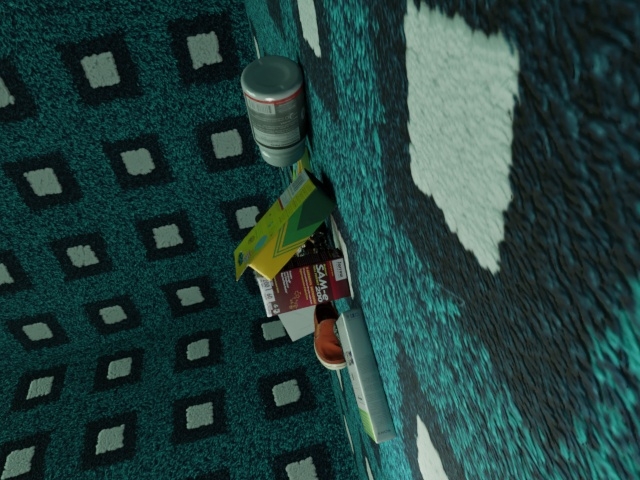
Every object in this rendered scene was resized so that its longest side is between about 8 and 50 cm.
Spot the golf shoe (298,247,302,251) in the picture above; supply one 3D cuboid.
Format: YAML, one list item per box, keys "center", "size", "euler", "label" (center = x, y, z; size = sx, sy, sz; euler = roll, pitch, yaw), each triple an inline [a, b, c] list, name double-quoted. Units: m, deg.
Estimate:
- center: [-0.044, 0.089, 1.993]
  size: [0.140, 0.115, 0.306]
  euler: [-105, 5, -52]
  label: "golf shoe"

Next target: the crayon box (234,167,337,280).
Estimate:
- center: [-0.104, -0.030, 1.326]
  size: [0.081, 0.318, 0.202]
  euler: [38, -169, -22]
  label: "crayon box"

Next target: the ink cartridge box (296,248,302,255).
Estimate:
- center: [-0.013, 0.127, 1.753]
  size: [0.145, 0.045, 0.179]
  euler: [37, -154, -40]
  label: "ink cartridge box"

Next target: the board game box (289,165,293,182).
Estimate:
- center: [-0.077, -0.168, 2.035]
  size: [0.243, 0.042, 0.165]
  euler: [83, 172, -50]
  label: "board game box"

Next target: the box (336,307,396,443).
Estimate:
- center: [0.113, 0.352, 1.305]
  size: [0.232, 0.059, 0.322]
  euler: [97, 160, -75]
  label: "box"

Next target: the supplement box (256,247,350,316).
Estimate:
- center: [-0.047, 0.116, 1.371]
  size: [0.073, 0.239, 0.130]
  euler: [-115, 12, -67]
  label: "supplement box"

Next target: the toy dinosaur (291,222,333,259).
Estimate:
- center: [-0.044, -0.012, 1.593]
  size: [0.322, 0.164, 0.218]
  euler: [56, -162, -16]
  label: "toy dinosaur"

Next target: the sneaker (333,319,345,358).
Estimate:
- center: [0.087, 0.339, 1.577]
  size: [0.089, 0.051, 0.170]
  euler: [137, 114, -84]
  label: "sneaker"

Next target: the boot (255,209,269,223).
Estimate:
- center: [-0.139, -0.012, 2.044]
  size: [0.229, 0.263, 0.091]
  euler: [94, -172, -52]
  label: "boot"

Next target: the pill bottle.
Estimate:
- center: [-0.118, -0.348, 1.370]
  size: [0.283, 0.161, 0.161]
  euler: [85, 170, -59]
  label: "pill bottle"

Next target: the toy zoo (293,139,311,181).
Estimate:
- center: [-0.064, -0.228, 1.652]
  size: [0.293, 0.030, 0.192]
  euler: [95, 165, -56]
  label: "toy zoo"

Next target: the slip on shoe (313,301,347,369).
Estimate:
- center: [0.031, 0.343, 1.838]
  size: [0.331, 0.123, 0.101]
  euler: [-103, 7, -53]
  label: "slip on shoe"

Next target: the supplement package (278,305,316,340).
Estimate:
- center: [-0.092, 0.279, 2.244]
  size: [0.262, 0.199, 0.198]
  euler: [-114, -2, -69]
  label: "supplement package"
